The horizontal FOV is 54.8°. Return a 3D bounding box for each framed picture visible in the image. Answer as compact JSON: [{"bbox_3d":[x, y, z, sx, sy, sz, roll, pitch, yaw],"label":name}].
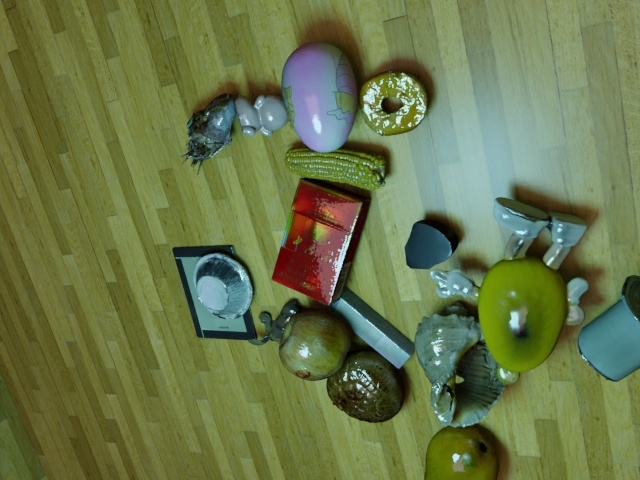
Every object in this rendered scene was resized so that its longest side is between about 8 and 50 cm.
[{"bbox_3d":[-0.360,0.181,2.096,0.264,0.016,0.347,-3,108,29],"label":"framed picture"}]

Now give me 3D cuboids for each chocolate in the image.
[{"bbox_3d":[0.289,0.005,1.629,0.148,0.080,0.125,-35,80,42],"label":"chocolate"}]

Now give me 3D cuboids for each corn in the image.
[{"bbox_3d":[0.034,-0.205,1.665,0.312,0.102,0.102,13,116,24],"label":"corn"}]

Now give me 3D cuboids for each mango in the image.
[{"bbox_3d":[0.401,0.676,1.801,0.211,0.173,0.317,24,127,19],"label":"mango"}]

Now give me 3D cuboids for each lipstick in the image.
[{"bbox_3d":[0.134,0.241,1.819,0.317,0.066,0.068,39,122,9],"label":"lipstick"}]

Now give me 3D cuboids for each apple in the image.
[{"bbox_3d":[-0.018,0.300,1.785,0.187,0.211,0.211,26,124,-9],"label":"apple"}]

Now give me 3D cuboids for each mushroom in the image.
[{"bbox_3d":[0.135,0.444,1.856,0.253,0.153,0.253,15,129,19],"label":"mushroom"}]

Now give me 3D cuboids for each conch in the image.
[{"bbox_3d":[0.379,0.326,1.651,0.263,0.186,0.324,5,87,14],"label":"conch"}]

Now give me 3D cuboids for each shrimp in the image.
[{"bbox_3d":[-0.333,-0.299,1.815,0.343,0.116,0.145,-44,45,46],"label":"shrimp"}]

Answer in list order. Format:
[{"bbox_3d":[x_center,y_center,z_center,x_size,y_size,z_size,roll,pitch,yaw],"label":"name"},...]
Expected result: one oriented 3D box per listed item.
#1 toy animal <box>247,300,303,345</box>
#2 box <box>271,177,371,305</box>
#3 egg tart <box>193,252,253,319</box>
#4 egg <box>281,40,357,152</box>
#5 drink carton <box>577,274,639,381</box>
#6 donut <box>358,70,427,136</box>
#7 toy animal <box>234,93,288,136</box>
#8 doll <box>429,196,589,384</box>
[{"bbox_3d":[-0.124,0.275,1.971,0.186,0.094,0.214,28,114,10],"label":"toy animal"},{"bbox_3d":[-0.001,0.000,1.739,0.197,0.089,0.314,22,106,20],"label":"box"},{"bbox_3d":[-0.328,0.154,2.003,0.234,0.094,0.234,10,113,25],"label":"egg tart"},{"bbox_3d":[0.002,-0.360,1.548,0.196,0.196,0.271,-23,78,34],"label":"egg"},{"bbox_3d":[0.719,0.211,1.435,0.191,0.185,0.190,41,135,6],"label":"drink carton"},{"bbox_3d":[0.188,-0.347,1.543,0.178,0.065,0.162,1,116,27],"label":"donut"},{"bbox_3d":[-0.125,-0.351,1.701,0.212,0.124,0.124,-9,109,-2],"label":"toy animal"},{"bbox_3d":[0.476,0.103,1.494,0.348,0.161,0.423,43,114,11],"label":"doll"}]
